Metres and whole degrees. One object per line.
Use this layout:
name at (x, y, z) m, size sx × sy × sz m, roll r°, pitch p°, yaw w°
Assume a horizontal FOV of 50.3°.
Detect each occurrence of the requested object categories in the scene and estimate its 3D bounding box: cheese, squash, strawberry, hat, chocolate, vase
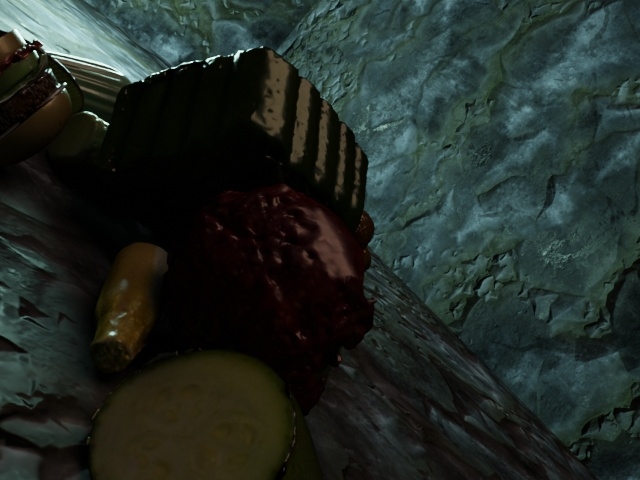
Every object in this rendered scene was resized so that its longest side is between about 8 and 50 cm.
cheese at (-0.330, -0.125, 1.079) m, size 0.123 × 0.094 × 0.167 m, roll 16°, pitch -12°, yaw 40°
squash at (-0.087, 0.239, 0.625) m, size 0.189 × 0.189 × 0.260 m, roll 49°, pitch -25°, yaw 40°
strawberry at (-0.071, 0.060, 0.769) m, size 0.220 × 0.274 × 0.274 m, roll 24°, pitch 13°, yaw -15°
hat at (-0.480, -0.235, 1.074) m, size 0.193 × 0.082 × 0.193 m, roll 16°, pitch -27°, yaw 8°
chocolate at (-0.211, 0.073, 0.743) m, size 0.085 × 0.085 × 0.219 m, roll 40°, pitch 13°, yaw -15°
vase at (-0.461, -0.282, 1.250) m, size 0.128 × 0.128 × 0.248 m, roll 47°, pitch 18°, yaw 30°

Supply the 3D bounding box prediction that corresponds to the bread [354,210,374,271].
bread at (0.013, 0.002, 1.559) m, size 0.232 × 0.247 × 0.135 m, roll 34°, pitch 24°, yaw 4°

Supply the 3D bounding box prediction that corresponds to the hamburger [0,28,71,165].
hamburger at (-0.395, -0.172, 0.859) m, size 0.137 × 0.175 × 0.175 m, roll 52°, pitch 3°, yaw -25°

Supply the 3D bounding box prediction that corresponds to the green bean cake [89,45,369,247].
green bean cake at (-0.129, -0.086, 0.986) m, size 0.319 × 0.335 × 0.218 m, roll 39°, pitch 48°, yaw -45°
